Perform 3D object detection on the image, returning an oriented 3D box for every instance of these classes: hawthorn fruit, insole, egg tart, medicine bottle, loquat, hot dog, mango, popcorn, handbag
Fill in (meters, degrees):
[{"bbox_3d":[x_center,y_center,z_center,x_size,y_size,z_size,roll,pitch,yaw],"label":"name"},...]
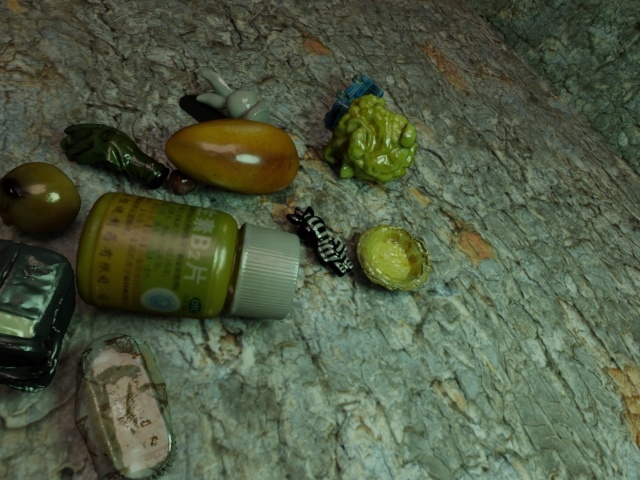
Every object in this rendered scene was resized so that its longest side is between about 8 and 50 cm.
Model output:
[{"bbox_3d":[-0.348,-0.159,0.998,0.066,0.103,0.067,-3,60,6],"label":"hawthorn fruit"},{"bbox_3d":[-0.292,-0.329,1.206,0.348,0.009,0.119,42,50,11],"label":"insole"},{"bbox_3d":[0.186,0.052,1.056,0.212,0.090,0.213,10,51,-12],"label":"egg tart"},{"bbox_3d":[-0.248,0.045,0.810,0.383,0.224,0.225,11,52,-15],"label":"medicine bottle"},{"bbox_3d":[-0.582,-0.089,0.836,0.163,0.137,0.163,1,43,-1],"label":"loquat"},{"bbox_3d":[-0.340,0.285,0.695,0.144,0.075,0.268,-16,66,-24],"label":"hot dog"},{"bbox_3d":[-0.212,-0.216,1.017,0.349,0.199,0.201,-3,89,-43],"label":"mango"},{"bbox_3d":[0.157,-0.287,1.204,0.250,0.242,0.234,41,35,26],"label":"popcorn"},{"bbox_3d":[-0.496,0.129,0.632,0.181,0.254,0.182,16,53,-24],"label":"handbag"}]

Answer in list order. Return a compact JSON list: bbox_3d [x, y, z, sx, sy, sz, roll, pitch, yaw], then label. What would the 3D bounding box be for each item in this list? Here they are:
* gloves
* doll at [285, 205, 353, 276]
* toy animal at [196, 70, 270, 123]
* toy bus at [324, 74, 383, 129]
[{"bbox_3d":[-0.502,-0.215,0.986,0.267,0.107,0.135,21,20,-3],"label":"gloves"},{"bbox_3d":[0.000,0.000,1.039,0.091,0.067,0.219,-29,75,-38],"label":"doll"},{"bbox_3d":[-0.256,-0.421,1.217,0.220,0.104,0.130,41,44,10],"label":"toy animal"},{"bbox_3d":[0.120,-0.466,1.396,0.134,0.113,0.246,35,49,-1],"label":"toy bus"}]
